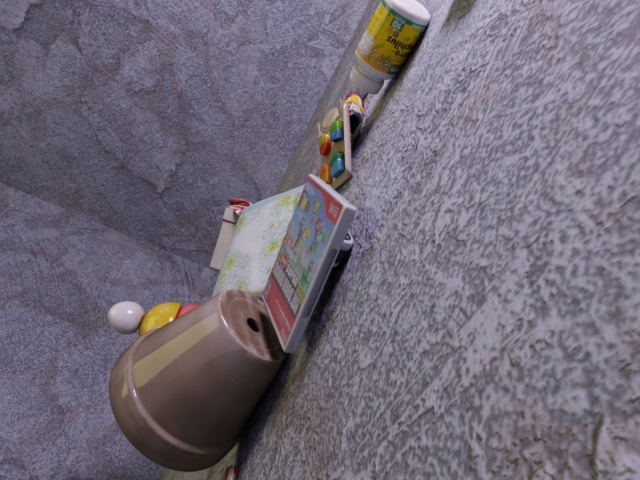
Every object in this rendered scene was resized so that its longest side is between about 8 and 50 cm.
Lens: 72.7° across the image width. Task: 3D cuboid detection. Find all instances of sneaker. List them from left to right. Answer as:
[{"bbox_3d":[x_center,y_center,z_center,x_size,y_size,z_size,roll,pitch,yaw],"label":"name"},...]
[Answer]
[{"bbox_3d":[0.000,0.000,0.888,0.121,0.079,0.217,-60,15,20],"label":"sneaker"},{"bbox_3d":[0.093,-0.343,1.198,0.084,0.069,0.186,141,143,-66],"label":"sneaker"}]

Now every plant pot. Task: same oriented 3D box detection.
[{"bbox_3d":[-0.226,0.263,0.934,0.280,0.323,0.323,-45,17,15],"label":"plant pot"}]

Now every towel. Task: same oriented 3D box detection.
[{"bbox_3d":[-0.136,0.023,1.127,0.374,0.090,0.321,-17,46,44],"label":"towel"}]

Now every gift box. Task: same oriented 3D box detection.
[{"bbox_3d":[-0.247,-0.002,1.599,0.276,0.254,0.258,-148,75,-77],"label":"gift box"}]

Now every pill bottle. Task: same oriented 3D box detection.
[{"bbox_3d":[0.153,-0.459,1.025,0.208,0.117,0.118,-55,16,41],"label":"pill bottle"}]

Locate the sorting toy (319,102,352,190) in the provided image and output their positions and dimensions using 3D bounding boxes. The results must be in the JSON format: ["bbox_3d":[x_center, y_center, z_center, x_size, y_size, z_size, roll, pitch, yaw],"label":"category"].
[{"bbox_3d":[0.033,-0.229,1.148,0.208,0.038,0.193,142,129,-69],"label":"sorting toy"}]

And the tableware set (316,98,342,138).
[{"bbox_3d":[0.048,-0.358,1.423,0.128,0.039,0.194,-41,40,33],"label":"tableware set"}]

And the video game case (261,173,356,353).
[{"bbox_3d":[-0.034,0.035,0.817,0.285,0.025,0.204,-67,26,15],"label":"video game case"}]

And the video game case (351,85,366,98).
[{"bbox_3d":[0.141,-0.517,1.430,0.183,0.023,0.202,-41,26,64],"label":"video game case"}]

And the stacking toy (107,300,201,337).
[{"bbox_3d":[-0.534,0.333,1.603,0.351,0.479,0.351,-60,13,23],"label":"stacking toy"}]

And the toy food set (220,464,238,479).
[{"bbox_3d":[-0.191,0.502,0.887,0.083,0.020,0.083,-46,23,60],"label":"toy food set"}]
